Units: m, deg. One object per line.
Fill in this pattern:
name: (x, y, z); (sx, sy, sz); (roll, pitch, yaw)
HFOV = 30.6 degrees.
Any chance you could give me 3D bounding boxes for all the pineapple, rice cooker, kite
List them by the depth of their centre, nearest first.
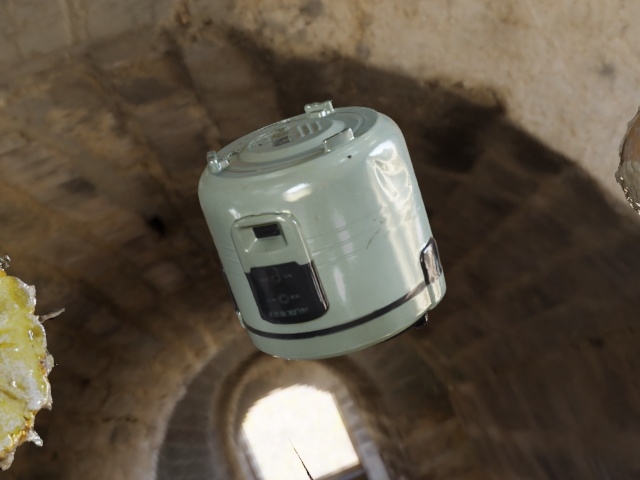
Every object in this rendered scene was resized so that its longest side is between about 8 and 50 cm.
pineapple: (-0.273, 0.082, 0.810); (0.221, 0.221, 0.047); (-18, -9, -36)
rice cooker: (0.000, 0.000, 1.165); (0.226, 0.244, 0.226); (-16, 24, 7)
kite: (0.007, 0.385, 1.719); (0.006, 0.244, 0.198); (-31, -32, -5)

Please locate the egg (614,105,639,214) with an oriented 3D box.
egg: (0.568, -0.109, 1.649); (0.310, 0.279, 0.279); (14, 17, 35)
